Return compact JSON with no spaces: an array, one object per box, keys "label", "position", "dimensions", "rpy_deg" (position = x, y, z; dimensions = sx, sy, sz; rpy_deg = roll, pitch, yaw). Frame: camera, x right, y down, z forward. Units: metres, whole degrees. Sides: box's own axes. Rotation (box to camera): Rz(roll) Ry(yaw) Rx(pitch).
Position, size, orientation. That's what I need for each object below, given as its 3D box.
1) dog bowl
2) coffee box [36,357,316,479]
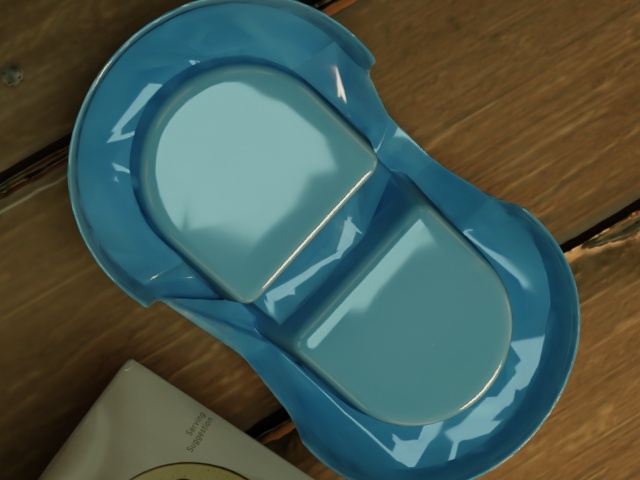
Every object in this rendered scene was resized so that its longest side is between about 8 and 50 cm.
[{"label":"dog bowl","position":[0.000,0.000,0.782],"dimensions":[0.297,0.074,0.166],"rpy_deg":[43,89,-20]},{"label":"coffee box","position":[-0.104,0.219,0.670],"dimensions":[0.168,0.297,0.119],"rpy_deg":[34,135,0]}]
